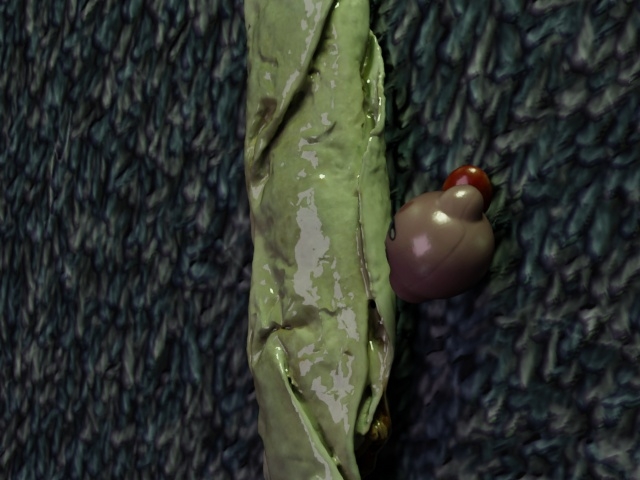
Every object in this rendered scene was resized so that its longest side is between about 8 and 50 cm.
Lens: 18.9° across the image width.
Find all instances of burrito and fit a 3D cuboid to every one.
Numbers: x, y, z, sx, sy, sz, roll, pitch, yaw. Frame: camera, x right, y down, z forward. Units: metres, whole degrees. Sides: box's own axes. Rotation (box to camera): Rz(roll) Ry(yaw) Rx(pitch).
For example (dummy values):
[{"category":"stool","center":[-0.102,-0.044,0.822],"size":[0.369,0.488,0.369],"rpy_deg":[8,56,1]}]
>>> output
[{"category":"burrito","center":[0.000,0.000,1.261],"size":[0.117,0.076,0.392],"rpy_deg":[-7,84,47]}]

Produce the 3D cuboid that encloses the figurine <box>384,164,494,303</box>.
[{"category":"figurine","center":[0.075,0.000,1.184],"size":[0.067,0.071,0.083],"rpy_deg":[30,129,-1]}]
